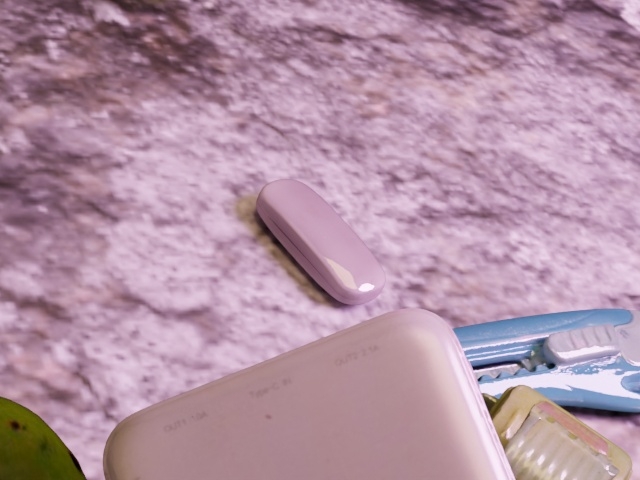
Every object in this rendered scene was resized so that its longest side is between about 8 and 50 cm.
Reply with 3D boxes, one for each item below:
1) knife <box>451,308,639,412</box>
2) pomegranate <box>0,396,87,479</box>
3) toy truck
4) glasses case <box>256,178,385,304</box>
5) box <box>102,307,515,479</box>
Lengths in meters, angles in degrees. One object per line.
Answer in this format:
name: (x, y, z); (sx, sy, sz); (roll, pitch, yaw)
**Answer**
knife: (0.102, 0.064, 0.903); (0.222, 0.031, 0.064); (-5, 53, -29)
pomegranate: (-0.134, 0.111, 0.672); (0.169, 0.122, 0.143); (-16, 28, -33)
toy truck: (0.062, 0.134, 0.747); (0.085, 0.116, 0.191); (35, 43, 10)
glasses case: (0.000, 0.000, 0.929); (0.032, 0.021, 0.083); (-23, 59, -38)
box: (0.028, 0.173, 0.645); (0.142, 0.044, 0.285); (-22, 73, 2)
